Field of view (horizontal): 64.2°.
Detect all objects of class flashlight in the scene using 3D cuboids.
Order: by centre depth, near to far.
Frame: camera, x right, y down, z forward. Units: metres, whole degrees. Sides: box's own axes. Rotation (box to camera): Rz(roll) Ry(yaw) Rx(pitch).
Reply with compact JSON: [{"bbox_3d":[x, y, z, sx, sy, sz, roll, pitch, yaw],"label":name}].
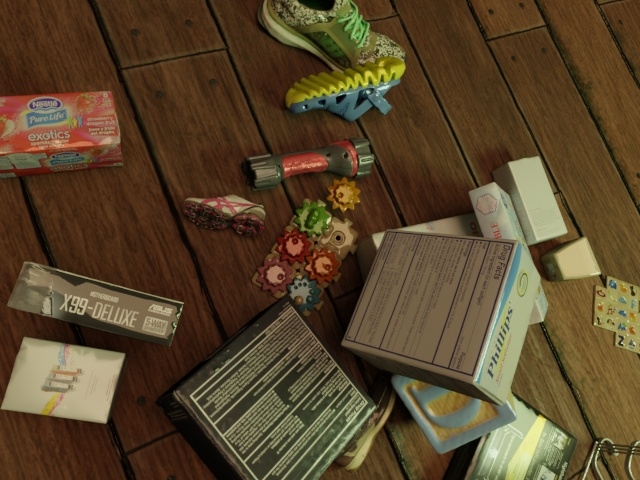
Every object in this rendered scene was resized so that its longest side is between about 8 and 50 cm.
[{"bbox_3d":[-0.025,-0.179,1.222,0.304,0.103,0.103,-14,84,-22],"label":"flashlight"}]

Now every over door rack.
[{"bbox_3d":[0.695,0.611,1.189,0.324,0.239,0.108,-41,86,-23],"label":"over door rack"}]

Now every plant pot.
[{"bbox_3d":[0.674,0.062,1.397,0.096,0.109,0.109,-18,83,-10],"label":"plant pot"}]

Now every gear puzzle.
[{"bbox_3d":[0.000,0.000,1.186,0.175,0.044,0.339,34,78,-8],"label":"gear puzzle"}]

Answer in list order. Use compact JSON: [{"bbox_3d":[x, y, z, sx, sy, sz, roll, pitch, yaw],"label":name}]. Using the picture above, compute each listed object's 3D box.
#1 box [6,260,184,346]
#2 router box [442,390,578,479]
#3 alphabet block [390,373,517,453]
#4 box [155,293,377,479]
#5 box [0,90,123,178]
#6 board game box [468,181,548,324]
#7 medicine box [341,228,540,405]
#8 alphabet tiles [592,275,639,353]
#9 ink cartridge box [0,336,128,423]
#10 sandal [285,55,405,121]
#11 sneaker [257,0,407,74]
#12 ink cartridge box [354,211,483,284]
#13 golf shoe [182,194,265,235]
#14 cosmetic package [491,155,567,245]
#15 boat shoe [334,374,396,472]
[{"bbox_3d":[-0.380,0.123,0.914,0.242,0.307,0.077,18,76,-13],"label":"box"},{"bbox_3d":[0.444,0.540,1.206,0.243,0.081,0.309,37,68,-6],"label":"router box"},{"bbox_3d":[0.288,0.305,1.113,0.192,0.197,0.193,-32,88,18],"label":"alphabet block"},{"bbox_3d":[-0.105,0.322,1.001,0.296,0.183,0.294,-38,90,-35],"label":"box"},{"bbox_3d":[-0.546,-0.216,1.041,0.256,0.128,0.123,-10,80,-20],"label":"box"},{"bbox_3d":[0.467,0.032,1.246,0.318,0.066,0.318,4,69,-64],"label":"board game box"},{"bbox_3d":[0.228,0.134,0.976,0.149,0.289,0.263,41,65,-42],"label":"medicine box"},{"bbox_3d":[0.887,0.218,1.477,0.237,0.009,0.198,17,72,-13],"label":"alphabet tiles"},{"bbox_3d":[-0.466,0.258,0.947,0.176,0.128,0.127,15,72,-14],"label":"ink cartridge box"},{"bbox_3d":[0.068,-0.362,1.293,0.317,0.138,0.126,-14,38,-7],"label":"sandal"},{"bbox_3d":[0.050,-0.545,1.296,0.410,0.182,0.158,18,71,-14],"label":"sneaker"},{"bbox_3d":[0.262,0.075,1.237,0.306,0.131,0.226,-10,80,-21],"label":"ink cartridge box"},{"bbox_3d":[-0.217,-0.068,1.156,0.186,0.067,0.086,13,46,-15],"label":"golf shoe"},{"bbox_3d":[0.578,-0.107,1.416,0.117,0.085,0.231,-12,78,-21],"label":"cosmetic package"},{"bbox_3d":[0.094,0.393,1.127,0.073,0.080,0.224,35,73,-13],"label":"boat shoe"}]
